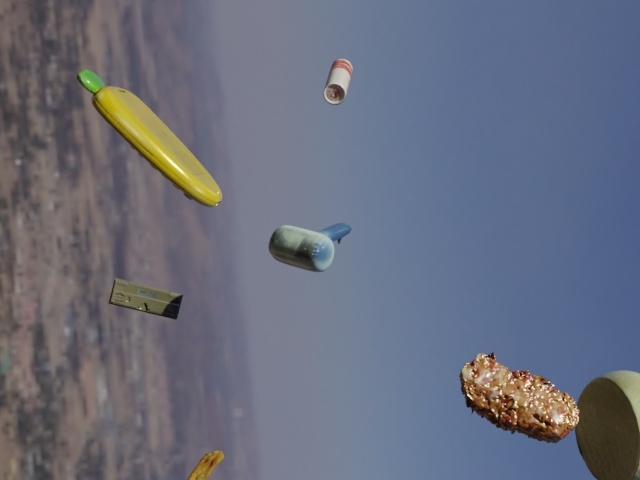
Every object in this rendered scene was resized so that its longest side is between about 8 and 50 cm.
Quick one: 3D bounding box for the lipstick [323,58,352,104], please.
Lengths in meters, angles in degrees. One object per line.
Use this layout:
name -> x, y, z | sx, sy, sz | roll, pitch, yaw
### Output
lipstick -> 0.030, -0.265, 2.137 | 0.130, 0.038, 0.038 | -77, 165, -63

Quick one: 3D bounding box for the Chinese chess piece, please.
Chinese chess piece -> 0.581, 0.366, 2.458 | 0.238, 0.092, 0.237 | 177, -90, -66

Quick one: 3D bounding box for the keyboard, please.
keyboard -> -0.321, 0.108, 2.363 | 0.015, 0.129, 0.049 | 164, -61, -77

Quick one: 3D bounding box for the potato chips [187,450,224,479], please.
potato chips -> -0.172, 0.334, 1.630 | 0.204, 0.026, 0.037 | -59, 148, -50

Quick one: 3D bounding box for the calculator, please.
calculator -> -0.208, -0.127, 1.562 | 0.235, 0.032, 0.146 | 45, 8, 1

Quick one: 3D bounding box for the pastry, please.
pastry -> 0.261, 0.220, 1.729 | 0.087, 0.169, 0.063 | -58, 169, -34

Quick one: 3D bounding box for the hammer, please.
hammer -> 0.000, 0.000, 2.289 | 0.194, 0.116, 0.069 | -23, 122, -55
